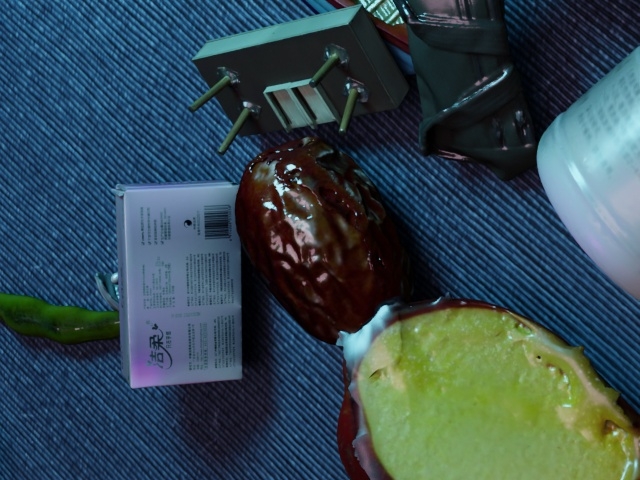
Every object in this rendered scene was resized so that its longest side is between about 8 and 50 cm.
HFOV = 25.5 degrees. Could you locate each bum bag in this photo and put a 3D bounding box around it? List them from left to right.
[{"bbox_3d":[0.143,-0.201,1.529,0.142,0.079,0.326,-5,118,28],"label":"bum bag"}]

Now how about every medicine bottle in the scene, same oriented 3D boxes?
[{"bbox_3d":[0.390,-0.101,1.373,0.302,0.241,0.241,-42,77,26],"label":"medicine bottle"}]

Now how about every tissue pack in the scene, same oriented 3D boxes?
[{"bbox_3d":[-0.178,0.050,1.752,0.149,0.092,0.246,-2,99,-16],"label":"tissue pack"}]

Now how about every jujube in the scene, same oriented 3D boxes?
[{"bbox_3d":[0.000,0.000,1.640,0.183,0.183,0.243,-22,95,29],"label":"jujube"}]

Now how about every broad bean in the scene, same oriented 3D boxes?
[{"bbox_3d":[-0.353,0.111,1.928,0.297,0.043,0.060,5,88,27],"label":"broad bean"}]

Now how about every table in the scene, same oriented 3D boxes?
[{"bbox_3d":[-0.040,-0.171,1.628,0.240,0.111,0.121,-7,128,39],"label":"table"}]

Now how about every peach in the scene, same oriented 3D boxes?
[{"bbox_3d":[0.190,0.207,1.559,0.362,0.201,0.257,11,77,8],"label":"peach"}]

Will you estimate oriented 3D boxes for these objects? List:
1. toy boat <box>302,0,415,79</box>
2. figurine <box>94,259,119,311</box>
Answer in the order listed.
[{"bbox_3d":[-0.005,-0.330,1.635,0.392,0.136,0.079,47,140,5],"label":"toy boat"},{"bbox_3d":[-0.246,0.054,1.834,0.082,0.094,0.086,-45,69,14],"label":"figurine"}]
